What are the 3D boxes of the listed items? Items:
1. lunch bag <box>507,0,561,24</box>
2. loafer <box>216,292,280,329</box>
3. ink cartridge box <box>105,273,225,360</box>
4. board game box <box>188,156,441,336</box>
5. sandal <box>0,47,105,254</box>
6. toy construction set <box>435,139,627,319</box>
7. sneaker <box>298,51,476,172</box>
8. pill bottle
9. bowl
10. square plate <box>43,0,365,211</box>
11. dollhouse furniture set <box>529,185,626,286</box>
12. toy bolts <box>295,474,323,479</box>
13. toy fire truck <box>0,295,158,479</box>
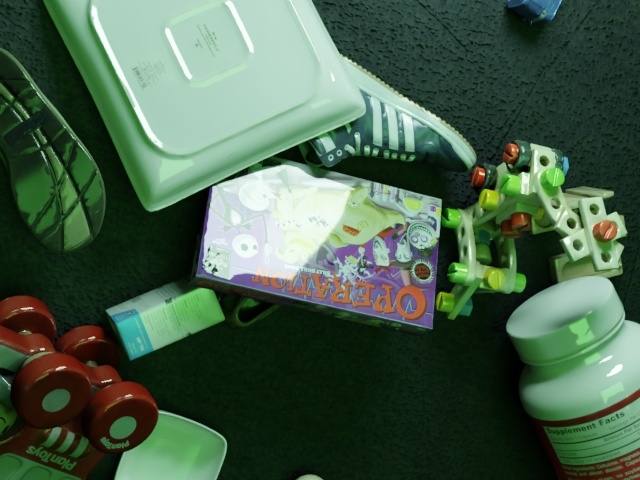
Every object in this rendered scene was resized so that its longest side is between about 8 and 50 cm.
[{"bbox_3d":[0.332,-0.371,1.889,0.065,0.067,0.098,25,90,-18],"label":"lunch bag"},{"bbox_3d":[-0.033,0.039,1.816,0.267,0.084,0.096,-41,106,-9],"label":"loafer"},{"bbox_3d":[-0.202,0.098,1.761,0.180,0.104,0.060,-23,103,-13],"label":"ink cartridge box"},{"bbox_3d":[0.000,0.000,1.767,0.346,0.056,0.208,13,70,-16],"label":"board game box"},{"bbox_3d":[-0.383,-0.126,1.695,0.120,0.086,0.303,-28,89,-6],"label":"sandal"},{"bbox_3d":[0.287,-0.016,1.810,0.151,0.327,0.215,18,68,-31],"label":"toy construction set"},{"bbox_3d":[0.080,-0.140,1.821,0.282,0.099,0.153,32,82,-11],"label":"sneaker"},{"bbox_3d":[0.444,0.271,1.918,0.229,0.229,0.408,-30,104,-12],"label":"pill bottle"},{"bbox_3d":[-0.220,0.318,1.810,0.142,0.053,0.142,25,90,-19],"label":"bowl"},{"bbox_3d":[-0.155,-0.264,1.716,0.344,0.049,0.347,-26,88,-12],"label":"square plate"},{"bbox_3d":[0.413,-0.001,1.930,0.144,0.123,0.151,-13,100,-15],"label":"dollhouse furniture set"},{"bbox_3d":[-0.053,0.436,1.813,0.228,0.218,0.159,-12,94,-34],"label":"toy bolts"},{"bbox_3d":[-0.384,0.234,1.662,0.254,0.169,0.302,-50,136,7],"label":"toy fire truck"}]
